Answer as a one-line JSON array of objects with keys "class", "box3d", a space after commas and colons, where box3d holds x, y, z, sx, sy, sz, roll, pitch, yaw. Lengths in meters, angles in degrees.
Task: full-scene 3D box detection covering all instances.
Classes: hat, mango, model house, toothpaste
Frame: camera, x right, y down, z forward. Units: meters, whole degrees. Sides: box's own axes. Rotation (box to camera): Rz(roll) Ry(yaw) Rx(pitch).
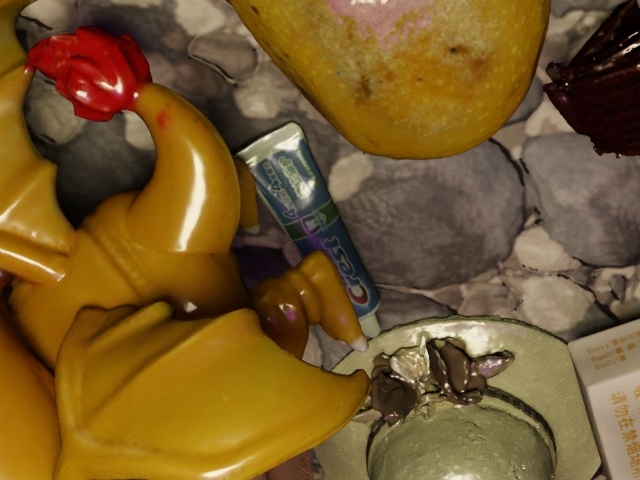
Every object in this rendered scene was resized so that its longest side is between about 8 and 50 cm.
[{"class": "hat", "box3d": [0.118, 0.196, 1.083, 0.257, 0.130, 0.257, 1, 124, 2]}, {"class": "mango", "box3d": [0.020, -0.194, 0.797, 0.176, 0.176, 0.329, 8, 144, 51]}, {"class": "model house", "box3d": [0.265, -0.090, 0.873, 0.203, 0.141, 0.164, 36, 109, -23]}, {"class": "toothpaste", "box3d": [0.000, 0.000, 1.011, 0.057, 0.035, 0.197, -28, 119, 3]}]

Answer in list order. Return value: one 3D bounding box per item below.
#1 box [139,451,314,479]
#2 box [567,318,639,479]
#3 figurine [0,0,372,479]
[{"class": "box", "box3d": [-0.100, 0.196, 1.041, 0.086, 0.215, 0.215, 21, 124, -29]}, {"class": "box", "box3d": [0.324, 0.113, 1.034, 0.233, 0.067, 0.149, -20, 124, 4]}, {"class": "figurine", "box3d": [-0.195, 0.059, 0.864, 0.387, 0.401, 0.268, -33, 159, -13]}]
